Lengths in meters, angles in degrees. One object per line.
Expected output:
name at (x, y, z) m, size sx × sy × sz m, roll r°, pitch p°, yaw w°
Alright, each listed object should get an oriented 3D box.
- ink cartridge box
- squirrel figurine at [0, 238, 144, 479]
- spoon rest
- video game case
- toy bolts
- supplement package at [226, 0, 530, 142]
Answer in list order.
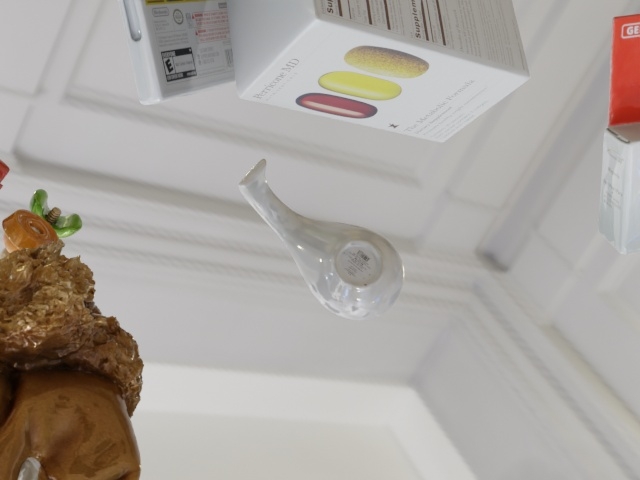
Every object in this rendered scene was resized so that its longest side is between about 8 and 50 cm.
ink cartridge box at (0.430, -0.122, 1.146) m, size 0.275 × 0.239 × 0.060 m, roll -9°, pitch -153°, yaw -11°
squirrel figurine at (-0.422, 0.195, 1.414) m, size 0.370 × 0.281 × 0.397 m, roll 36°, pitch -121°, yaw -28°
spoon rest at (0.000, 0.000, 1.586) m, size 0.276 × 0.137 × 0.084 m, roll 42°, pitch 162°, yaw 3°
video game case at (-0.125, -0.239, 1.013) m, size 0.026 × 0.206 × 0.227 m, roll -7°, pitch -169°, yaw 22°
toy bolts at (-0.554, -0.017, 1.885) m, size 0.228 × 0.158 × 0.218 m, roll 40°, pitch -164°, yaw -15°
supplement package at (0.051, -0.197, 1.037) m, size 0.244 × 0.139 × 0.134 m, roll 8°, pitch -118°, yaw -33°
